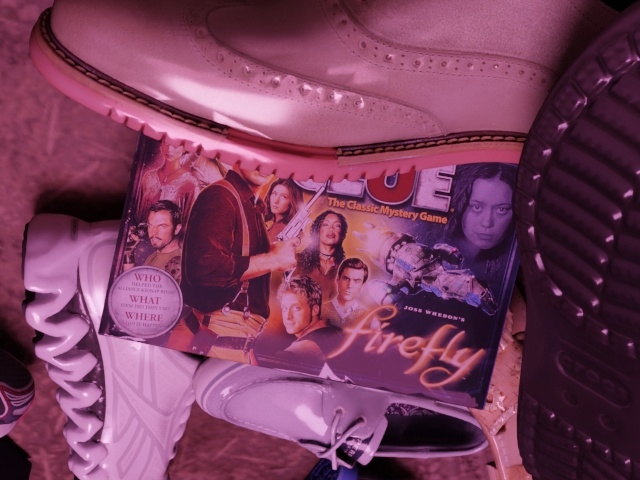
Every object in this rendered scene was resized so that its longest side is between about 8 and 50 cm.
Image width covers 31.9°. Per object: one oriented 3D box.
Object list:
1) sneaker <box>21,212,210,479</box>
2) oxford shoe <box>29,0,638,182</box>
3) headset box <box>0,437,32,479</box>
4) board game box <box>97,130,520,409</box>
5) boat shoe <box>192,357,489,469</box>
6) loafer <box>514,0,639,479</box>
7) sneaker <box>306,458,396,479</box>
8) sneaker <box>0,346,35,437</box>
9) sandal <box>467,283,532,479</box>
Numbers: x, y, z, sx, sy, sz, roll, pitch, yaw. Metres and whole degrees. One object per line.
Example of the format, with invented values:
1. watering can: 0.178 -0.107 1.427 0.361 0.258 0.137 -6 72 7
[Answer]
1. sneaker: -0.127 0.105 0.799 0.118 0.110 0.292 -8 130 -5
2. oxford shoe: 0.050 -0.119 0.602 0.397 0.140 0.146 3 126 -17
3. headset box: -0.358 0.183 0.765 0.131 0.246 0.283 -23 124 18
4. board game box: 0.000 0.000 0.692 0.243 0.042 0.165 11 96 -7
5. boat shoe: 0.025 0.117 0.784 0.227 0.081 0.079 6 129 -27
6. loafer: 0.183 0.012 0.588 0.130 0.134 0.366 -36 148 -29
7. sneaker: -0.007 0.275 0.945 0.090 0.081 0.232 29 122 -13
8. sneaker: -0.270 0.026 0.727 0.112 0.121 0.299 -38 134 -10
9. sandal: 0.141 0.105 0.764 0.088 0.079 0.240 -30 110 -23
